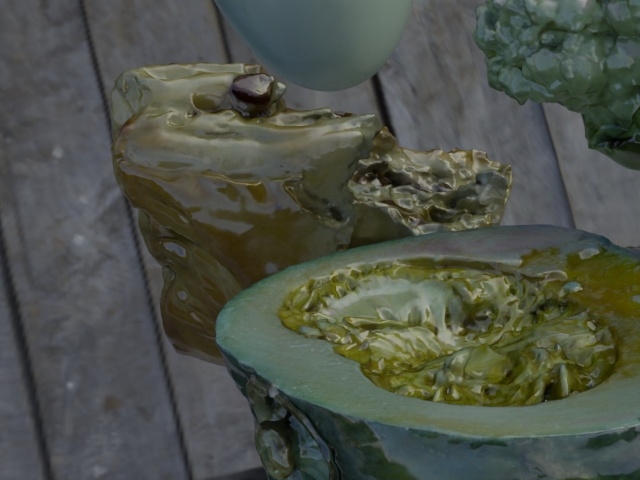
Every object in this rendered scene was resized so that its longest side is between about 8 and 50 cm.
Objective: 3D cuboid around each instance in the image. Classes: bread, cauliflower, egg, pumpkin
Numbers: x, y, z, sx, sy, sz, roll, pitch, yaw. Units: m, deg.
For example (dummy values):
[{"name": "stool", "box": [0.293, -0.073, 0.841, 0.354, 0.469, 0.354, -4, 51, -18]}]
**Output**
[{"name": "bread", "box": [0.000, 0.000, 1.096, 0.314, 0.370, 0.191, 3, 70, 3]}, {"name": "cauliflower", "box": [0.219, -0.146, 0.838, 0.256, 0.315, 0.239, -24, 103, -2]}, {"name": "egg", "box": [-0.020, -0.319, 1.250, 0.230, 0.230, 0.371, -12, 108, 14]}, {"name": "pumpkin", "box": [0.104, 0.121, 0.736, 0.263, 0.293, 0.197, -20, 114, -26]}]
